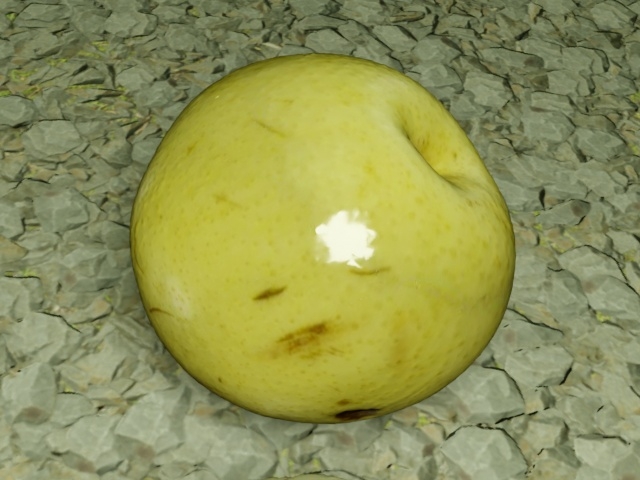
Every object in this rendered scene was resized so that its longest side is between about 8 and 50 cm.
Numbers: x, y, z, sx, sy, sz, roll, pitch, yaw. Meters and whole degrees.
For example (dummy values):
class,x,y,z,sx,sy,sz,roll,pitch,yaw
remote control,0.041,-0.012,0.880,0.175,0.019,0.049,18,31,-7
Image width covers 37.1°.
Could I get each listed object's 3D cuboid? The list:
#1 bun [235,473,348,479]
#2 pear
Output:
class,x,y,z,sx,sy,sz,roll,pitch,yaw
bun,-0.033,0.298,0.672,0.282,0.204,0.281,-4,53,6
pear,0.000,0.000,0.868,0.348,0.348,0.348,4,47,-4
